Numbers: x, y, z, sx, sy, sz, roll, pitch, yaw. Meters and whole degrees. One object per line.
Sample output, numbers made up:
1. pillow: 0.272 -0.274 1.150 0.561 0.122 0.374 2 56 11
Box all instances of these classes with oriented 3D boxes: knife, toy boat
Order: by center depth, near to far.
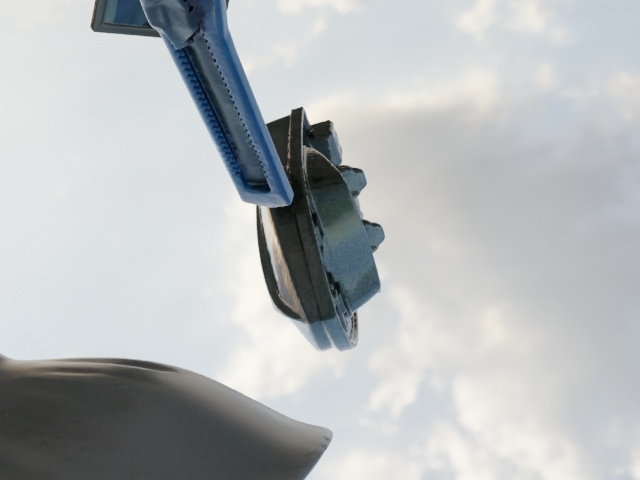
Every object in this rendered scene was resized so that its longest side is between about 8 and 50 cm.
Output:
1. knife: -0.052 -0.087 0.770 0.044 0.296 0.026 -1 -118 12
2. toy boat: 0.000 0.000 1.224 0.092 0.141 0.319 -17 -160 5

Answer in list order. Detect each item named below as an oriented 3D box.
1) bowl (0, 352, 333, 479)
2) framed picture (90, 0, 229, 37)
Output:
1. bowl: -0.093 0.083 0.414 0.189 0.086 0.189 -42 179 -1
2. framed picture: -0.117 -0.229 1.264 0.109 0.149 0.011 2 -150 -23
